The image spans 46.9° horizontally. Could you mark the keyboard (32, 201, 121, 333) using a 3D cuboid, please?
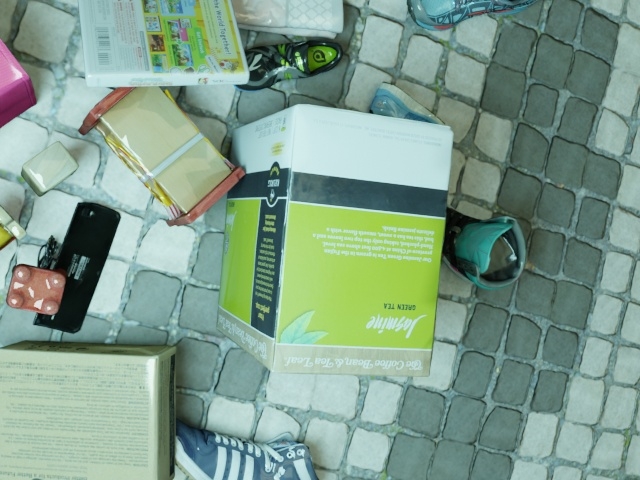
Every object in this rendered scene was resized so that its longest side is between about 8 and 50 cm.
[{"bbox_3d":[-0.367,0.033,1.070,0.100,0.038,0.192,24,82,-42],"label":"keyboard"}]

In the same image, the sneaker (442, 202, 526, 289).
[{"bbox_3d":[0.218,-0.011,1.190,0.295,0.178,0.124,31,82,-18],"label":"sneaker"}]

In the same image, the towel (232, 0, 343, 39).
[{"bbox_3d":[-0.106,-0.489,1.125,0.316,0.053,0.332,3,90,-19],"label":"towel"}]

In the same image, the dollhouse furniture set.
[{"bbox_3d":[-0.312,-0.047,1.004,0.374,0.152,0.201,-43,105,-17],"label":"dollhouse furniture set"}]

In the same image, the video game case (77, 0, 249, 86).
[{"bbox_3d":[-0.216,-0.297,0.992,0.206,0.026,0.227,-5,59,-18],"label":"video game case"}]

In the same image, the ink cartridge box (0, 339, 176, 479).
[{"bbox_3d":[-0.321,0.240,1.012,0.234,0.088,0.193,2,93,7],"label":"ink cartridge box"}]

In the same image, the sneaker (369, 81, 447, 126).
[{"bbox_3d":[0.149,-0.194,1.232,0.162,0.063,0.073,33,99,-13],"label":"sneaker"}]

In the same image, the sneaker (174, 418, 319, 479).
[{"bbox_3d":[-0.121,0.325,1.128,0.153,0.099,0.282,-46,107,-13],"label":"sneaker"}]

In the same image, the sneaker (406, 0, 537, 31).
[{"bbox_3d":[0.268,-0.422,1.219,0.261,0.125,0.104,-18,98,-18],"label":"sneaker"}]

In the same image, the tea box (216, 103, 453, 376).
[{"bbox_3d":[0.000,0.000,1.035,0.219,0.329,0.324,6,91,-20],"label":"tea box"}]

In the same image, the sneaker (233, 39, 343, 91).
[{"bbox_3d":[-0.051,-0.277,1.137,0.188,0.078,0.067,-16,97,-18],"label":"sneaker"}]

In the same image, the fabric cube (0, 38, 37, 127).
[{"bbox_3d":[-0.529,-0.212,0.880,0.258,0.254,0.259,-38,104,-13],"label":"fabric cube"}]
